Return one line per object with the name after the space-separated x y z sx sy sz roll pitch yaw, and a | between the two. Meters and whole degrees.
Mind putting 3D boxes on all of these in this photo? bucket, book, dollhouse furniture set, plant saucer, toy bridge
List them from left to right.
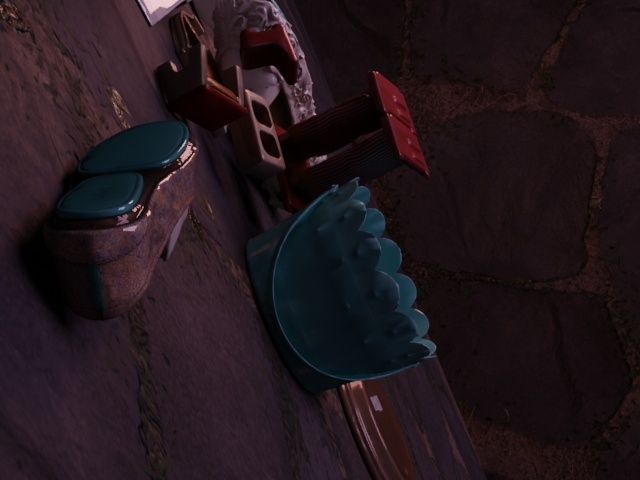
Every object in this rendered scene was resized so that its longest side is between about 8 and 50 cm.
-0.207 -0.319 1.735 0.063 0.026 0.188 60 10 -24 | toy bridge
-0.167 -0.226 1.710 0.144 0.035 0.096 -96 164 -64 | book
-0.026 -0.161 1.570 0.374 0.201 0.152 24 45 -57 | dollhouse furniture set
0.027 0.072 1.570 0.281 0.183 0.281 63 8 -17 | bucket
0.096 0.311 1.843 0.278 0.041 0.278 -24 90 -81 | plant saucer

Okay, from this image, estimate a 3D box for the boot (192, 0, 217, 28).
-0.207 -0.465 1.992 0.190 0.069 0.086 62 12 -14 | boot

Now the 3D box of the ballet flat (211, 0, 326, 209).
-0.080 -0.205 1.773 0.147 0.147 0.409 -105 175 -48 | ballet flat

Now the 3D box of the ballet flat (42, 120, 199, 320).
-0.166 -0.018 0.955 0.316 0.107 0.106 -74 159 -70 | ballet flat

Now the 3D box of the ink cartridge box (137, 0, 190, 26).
-0.271 -0.461 1.625 0.275 0.060 0.239 63 33 -20 | ink cartridge box
